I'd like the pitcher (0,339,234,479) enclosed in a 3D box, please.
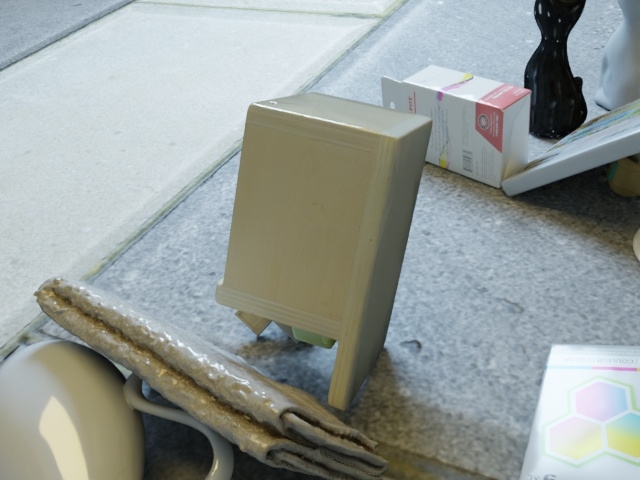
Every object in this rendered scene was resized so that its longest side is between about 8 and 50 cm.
[{"bbox_3d":[-0.171,0.160,0.567,0.177,0.125,0.207,-35,46,-7],"label":"pitcher"}]

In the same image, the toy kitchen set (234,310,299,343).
[{"bbox_3d":[-0.033,0.069,0.767,0.068,0.075,0.083,43,90,5],"label":"toy kitchen set"}]

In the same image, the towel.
[{"bbox_3d":[-0.087,0.110,0.588,0.282,0.187,0.049,22,78,34],"label":"towel"}]

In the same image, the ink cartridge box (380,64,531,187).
[{"bbox_3d":[0.175,-0.159,0.964,0.067,0.115,0.198,-34,44,-31],"label":"ink cartridge box"}]

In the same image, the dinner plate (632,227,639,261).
[{"bbox_3d":[0.410,0.006,0.776,0.141,0.017,0.141,-5,37,4],"label":"dinner plate"}]

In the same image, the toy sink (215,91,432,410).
[{"bbox_3d":[0.000,0.000,0.636,0.131,0.234,0.153,15,19,15],"label":"toy sink"}]

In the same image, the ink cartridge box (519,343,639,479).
[{"bbox_3d":[0.211,0.167,0.530,0.108,0.062,0.209,-3,33,31],"label":"ink cartridge box"}]

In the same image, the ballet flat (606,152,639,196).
[{"bbox_3d":[0.448,-0.125,0.855,0.232,0.073,0.080,-29,51,-2],"label":"ballet flat"}]

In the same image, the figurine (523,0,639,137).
[{"bbox_3d":[0.380,-0.270,0.998,0.214,0.210,0.092,-17,37,-13],"label":"figurine"}]

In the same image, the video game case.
[{"bbox_3d":[0.355,-0.130,0.858,0.206,0.026,0.227,-32,5,-29],"label":"video game case"}]
